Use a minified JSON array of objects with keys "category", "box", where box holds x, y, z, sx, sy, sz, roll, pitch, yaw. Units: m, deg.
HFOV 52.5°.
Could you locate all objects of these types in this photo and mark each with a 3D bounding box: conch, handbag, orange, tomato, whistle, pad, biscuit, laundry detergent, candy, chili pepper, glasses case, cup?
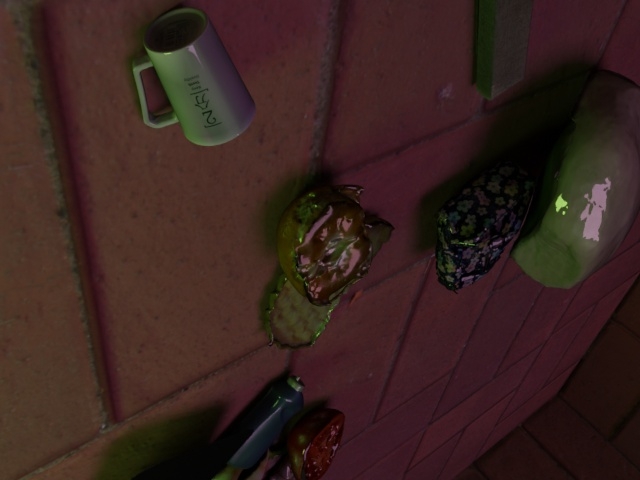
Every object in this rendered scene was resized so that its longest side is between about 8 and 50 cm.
[{"category":"conch","box":[-0.157,0.470,1.262,0.176,0.094,0.104,-38,109,-20]},{"category":"handbag","box":[0.289,-0.025,1.177,0.228,0.127,0.208,-41,155,-24]},{"category":"orange","box":[0.000,0.000,0.876,0.160,0.112,0.170,23,85,-46]},{"category":"tomato","box":[-0.025,0.436,1.375,0.166,0.082,0.174,-26,133,-54]},{"category":"whistle","box":[-0.103,0.557,1.469,0.107,0.057,0.220,15,111,-41]},{"category":"pad","box":[-0.312,0.422,1.085,0.315,0.063,0.375,-7,143,-49]},{"category":"biscuit","box":[-0.006,0.066,1.018,0.187,0.036,0.273,12,118,-55]},{"category":"laundry detergent","box":[-0.097,0.326,1.194,0.206,0.061,0.096,-51,141,7]},{"category":"candy","box":[0.493,-0.117,1.184,0.386,0.186,0.427,86,27,-54]},{"category":"chili pepper","box":[-0.097,0.448,1.368,0.091,0.030,0.034,5,98,-55]},{"category":"glasses case","box":[0.250,-0.292,0.894,0.071,0.047,0.205,-34,148,-10]},{"category":"cup","box":[-0.126,-0.145,0.604,0.104,0.074,0.116,-16,144,6]}]
